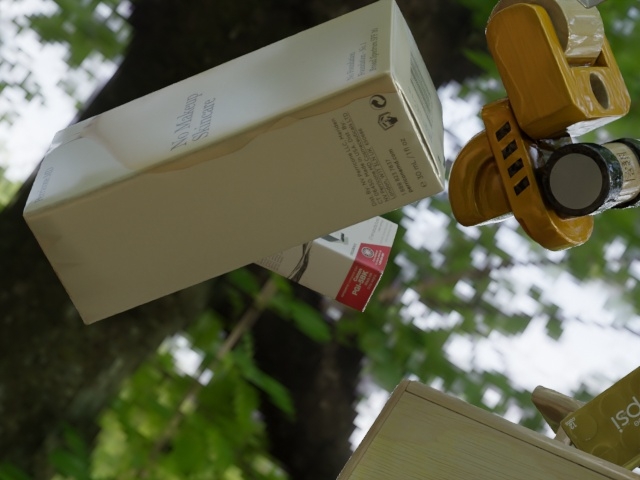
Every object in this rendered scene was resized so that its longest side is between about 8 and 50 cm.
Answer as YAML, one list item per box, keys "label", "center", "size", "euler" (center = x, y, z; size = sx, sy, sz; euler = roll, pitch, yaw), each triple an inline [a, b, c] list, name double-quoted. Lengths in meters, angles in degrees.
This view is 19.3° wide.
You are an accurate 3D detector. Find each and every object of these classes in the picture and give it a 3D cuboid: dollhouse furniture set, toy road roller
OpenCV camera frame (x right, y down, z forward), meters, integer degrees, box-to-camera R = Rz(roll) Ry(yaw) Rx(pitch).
- label: "dollhouse furniture set"
  center: [0.194, 0.310, 1.545]
  size: [0.256, 0.362, 0.394]
  euler: [21, -22, 37]
- label: "toy road roller"
  center: [0.273, -0.146, 2.459]
  size: [0.240, 0.202, 0.330]
  euler: [-21, -95, 29]

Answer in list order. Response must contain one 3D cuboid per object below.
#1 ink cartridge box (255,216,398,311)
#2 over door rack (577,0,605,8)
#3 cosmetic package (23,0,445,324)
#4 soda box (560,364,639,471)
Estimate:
- label: "ink cartridge box"
  center: [0.000, 0.000, 1.889]
  size: [0.135, 0.099, 0.056]
  euler: [24, -58, -3]
- label: "over door rack"
  center: [0.183, -0.400, 2.061]
  size: [0.324, 0.240, 0.108]
  euler: [19, -32, -29]
- label: "cosmetic package"
  center: [-0.063, -0.064, 1.485]
  size: [0.160, 0.309, 0.113]
  euler: [-86, 154, -62]
- label: "soda box"
  center: [0.289, 0.123, 1.535]
  size: [0.061, 0.181, 0.058]
  euler: [56, 12, 18]
